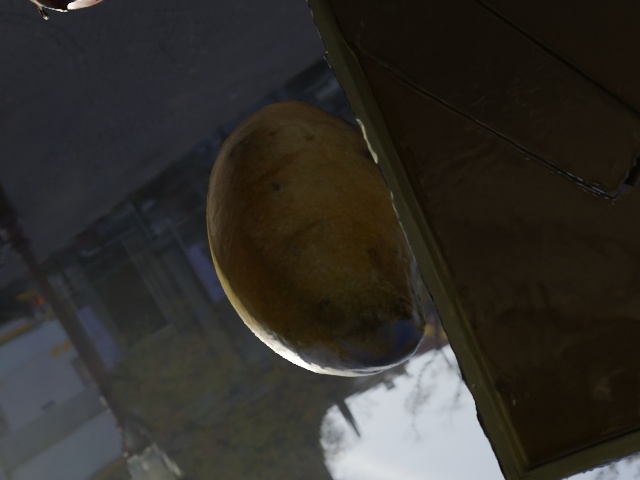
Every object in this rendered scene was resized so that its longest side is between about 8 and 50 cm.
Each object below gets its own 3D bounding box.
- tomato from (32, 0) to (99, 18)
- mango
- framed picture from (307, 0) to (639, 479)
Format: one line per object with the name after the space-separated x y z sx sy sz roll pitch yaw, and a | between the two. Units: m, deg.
-0.253 -0.365 1.021 0.239 0.303 0.303 -46 -176 -6 | tomato
-0.007 0.002 0.991 0.176 0.176 0.330 -26 -140 18 | mango
0.120 -0.060 0.527 0.232 0.315 0.024 -29 168 36 | framed picture
